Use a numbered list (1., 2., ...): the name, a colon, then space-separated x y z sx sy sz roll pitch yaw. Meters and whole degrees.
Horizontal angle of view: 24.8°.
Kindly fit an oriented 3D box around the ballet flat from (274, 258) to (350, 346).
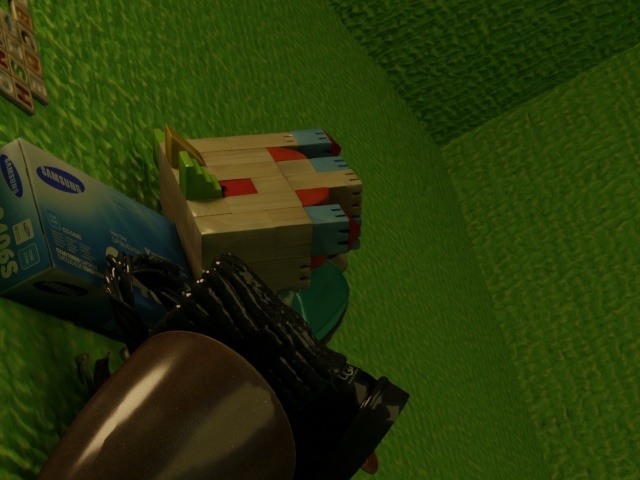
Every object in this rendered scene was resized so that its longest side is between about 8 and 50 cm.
1. ballet flat: -0.072 0.143 1.905 0.147 0.147 0.409 61 25 -7

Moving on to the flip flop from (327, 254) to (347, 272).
1. flip flop: 0.000 0.000 2.560 0.277 0.080 0.112 27 39 -65

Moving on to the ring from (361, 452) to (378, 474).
1. ring: -0.002 0.202 2.184 0.337 0.032 0.336 54 5 -7

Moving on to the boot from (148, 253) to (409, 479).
1. boot: -0.089 0.194 1.570 0.260 0.348 0.131 35 32 1

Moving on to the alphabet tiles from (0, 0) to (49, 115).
1. alphabet tiles: -0.411 -0.273 1.814 0.198 0.009 0.237 40 27 -55

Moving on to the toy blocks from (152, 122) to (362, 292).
1. toy blocks: -0.063 -0.044 1.954 0.381 0.260 0.191 -121 -151 -58

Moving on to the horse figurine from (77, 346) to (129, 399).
1. horse figurine: -0.188 0.208 1.645 0.263 0.066 0.174 35 26 -61

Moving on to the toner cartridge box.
1. toner cartridge box: -0.262 0.017 1.695 0.348 0.075 0.165 32 34 -62

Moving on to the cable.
1. cable: -0.193 0.087 1.624 0.184 0.047 0.151 29 52 -67

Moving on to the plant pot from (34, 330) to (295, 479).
1. plant pot: -0.175 0.232 1.401 0.230 0.215 0.215 -35 99 -50
